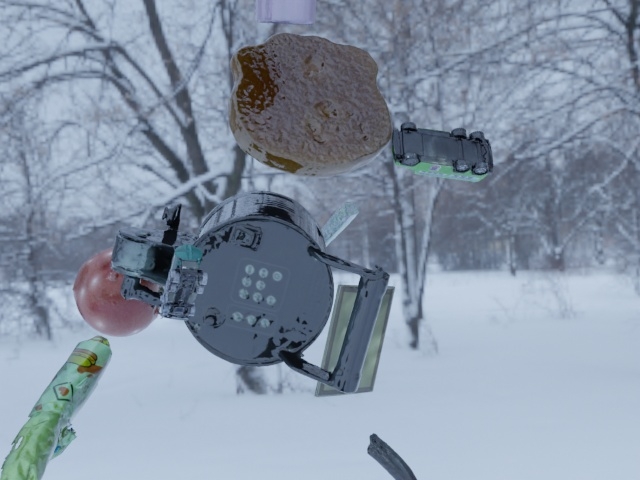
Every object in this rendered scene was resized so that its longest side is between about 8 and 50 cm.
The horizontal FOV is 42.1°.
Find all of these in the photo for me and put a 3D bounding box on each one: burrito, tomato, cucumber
[{"bbox_3d":[-0.349,0.242,1.096,0.054,0.104,0.288,14,32,3],"label":"burrito"},{"bbox_3d":[-0.336,0.080,1.401,0.167,0.167,0.167,-3,-2,0],"label":"tomato"},{"bbox_3d":[0.126,0.370,1.359,0.135,0.034,0.033,38,20,28],"label":"cucumber"}]

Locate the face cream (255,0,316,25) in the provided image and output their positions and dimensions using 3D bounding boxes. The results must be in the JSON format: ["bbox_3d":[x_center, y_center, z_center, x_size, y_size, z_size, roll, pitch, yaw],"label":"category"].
[{"bbox_3d":[-0.045,-0.458,1.223,0.154,0.273,0.096,6,14,15],"label":"face cream"}]

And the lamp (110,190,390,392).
[{"bbox_3d":[-0.076,0.046,1.172,0.374,0.205,0.272,17,13,13],"label":"lamp"}]

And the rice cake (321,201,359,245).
[{"bbox_3d":[0.000,0.000,1.766,0.211,0.034,0.043,-47,-15,20],"label":"rice cake"}]

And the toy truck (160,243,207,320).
[{"bbox_3d":[-0.147,0.045,0.887,0.039,0.044,0.083,5,-45,-20],"label":"toy truck"}]

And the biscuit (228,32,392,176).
[{"bbox_3d":[-0.019,-0.220,1.347,0.273,0.257,0.049,-1,-23,-24],"label":"biscuit"}]

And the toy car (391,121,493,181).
[{"bbox_3d":[0.186,-0.134,1.296,0.165,0.071,0.062,6,-27,-15],"label":"toy car"}]

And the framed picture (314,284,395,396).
[{"bbox_3d":[0.072,0.200,1.670,0.173,0.231,0.010,7,8,-46],"label":"framed picture"}]
